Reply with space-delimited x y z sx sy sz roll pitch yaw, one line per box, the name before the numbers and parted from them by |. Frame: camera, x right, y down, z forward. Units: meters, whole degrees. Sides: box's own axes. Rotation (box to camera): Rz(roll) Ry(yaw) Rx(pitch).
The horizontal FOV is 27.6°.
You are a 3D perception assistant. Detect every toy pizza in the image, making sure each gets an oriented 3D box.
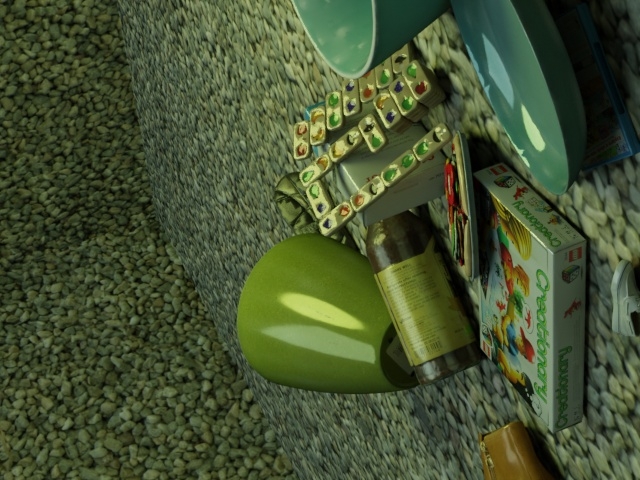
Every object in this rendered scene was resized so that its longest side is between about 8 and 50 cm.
toy pizza | 0.182 -0.045 1.718 0.201 0.032 0.201 -5 -90 -87

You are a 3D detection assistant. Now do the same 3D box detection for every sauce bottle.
sauce bottle | 0.137 0.045 1.980 0.111 0.111 0.344 143 106 -74

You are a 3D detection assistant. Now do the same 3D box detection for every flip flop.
flip flop | 0.000 0.000 2.425 0.277 0.112 0.080 62 -171 17

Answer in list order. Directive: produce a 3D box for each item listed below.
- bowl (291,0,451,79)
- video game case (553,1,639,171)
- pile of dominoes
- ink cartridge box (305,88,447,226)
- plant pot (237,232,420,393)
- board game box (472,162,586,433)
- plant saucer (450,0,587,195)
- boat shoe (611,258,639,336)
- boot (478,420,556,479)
bowl | 0.066 -0.370 1.598 0.311 0.163 0.311 58 161 34
video game case | 0.284 -0.162 1.401 0.119 0.015 0.166 158 91 -74
pile of dominoes | 0.056 -0.154 1.800 0.040 0.251 0.196 23 -144 -50
ink cartridge box | 0.080 -0.130 1.894 0.082 0.140 0.190 89 156 -53
plant pot | 0.055 0.147 2.168 0.293 0.275 0.274 16 127 52
board game box | 0.268 0.075 1.675 0.193 0.053 0.305 -128 23 -49
plant saucer | 0.215 -0.202 1.420 0.317 0.044 0.317 155 90 -88
boat shoe | 0.346 0.066 1.452 0.035 0.035 0.100 19 129 35
boot | 0.285 0.391 1.961 0.295 0.104 0.211 116 138 -62
